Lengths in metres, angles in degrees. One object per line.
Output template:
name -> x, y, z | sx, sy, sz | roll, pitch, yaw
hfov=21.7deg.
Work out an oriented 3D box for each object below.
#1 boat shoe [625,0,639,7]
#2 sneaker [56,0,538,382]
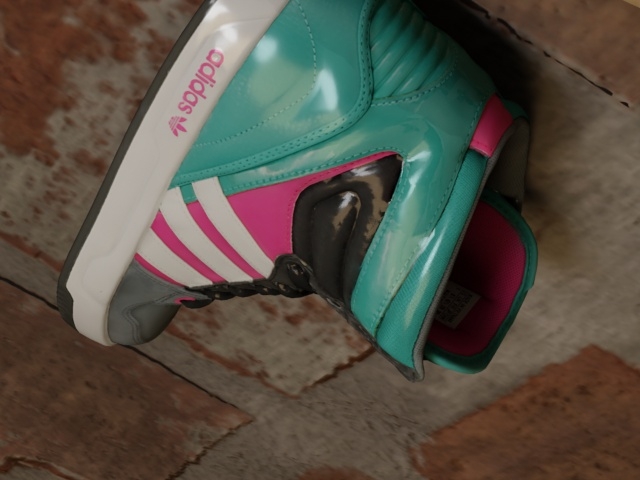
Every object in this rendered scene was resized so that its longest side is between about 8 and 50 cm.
boat shoe -> 0.067, -0.139, 0.478 | 0.207, 0.073, 0.073 | 38, 155, 13
sneaker -> 0.000, 0.000, 0.735 | 0.178, 0.124, 0.295 | 35, 146, -1
